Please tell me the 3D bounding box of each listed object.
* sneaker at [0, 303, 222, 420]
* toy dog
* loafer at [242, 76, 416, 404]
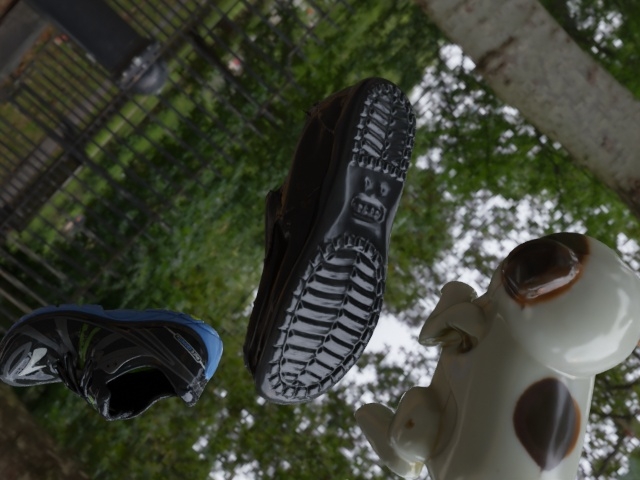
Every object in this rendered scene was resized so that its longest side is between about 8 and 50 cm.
[{"bbox_3d":[-0.166,0.093,0.635,0.188,0.067,0.078,-2,-130,18],"label":"sneaker"},{"bbox_3d":[0.269,0.175,1.162,0.408,0.284,0.395,-63,-171,11],"label":"toy dog"},{"bbox_3d":[0.000,0.000,0.566,0.078,0.080,0.220,8,-105,50],"label":"loafer"}]
